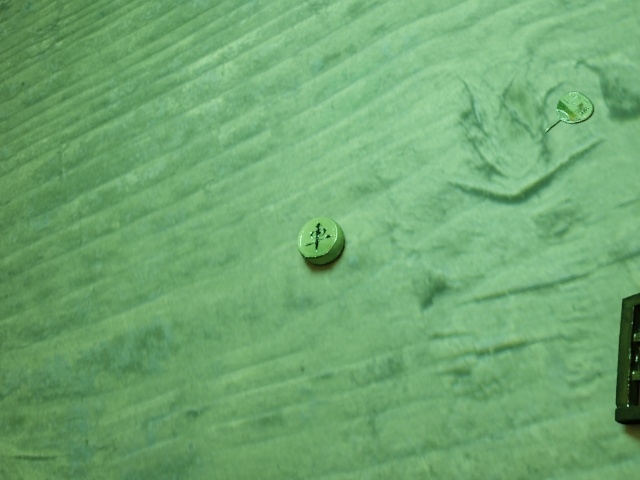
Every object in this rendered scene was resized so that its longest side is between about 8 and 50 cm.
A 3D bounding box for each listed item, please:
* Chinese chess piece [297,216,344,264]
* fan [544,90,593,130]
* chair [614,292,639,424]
[{"bbox_3d":[0.000,0.000,1.371,0.084,0.034,0.084,-13,60,23],"label":"Chinese chess piece"},{"bbox_3d":[0.397,-0.200,1.263,0.060,0.003,0.080,20,77,36],"label":"fan"},{"bbox_3d":[0.567,0.134,0.905,0.241,0.416,0.203,16,70,-12],"label":"chair"}]
